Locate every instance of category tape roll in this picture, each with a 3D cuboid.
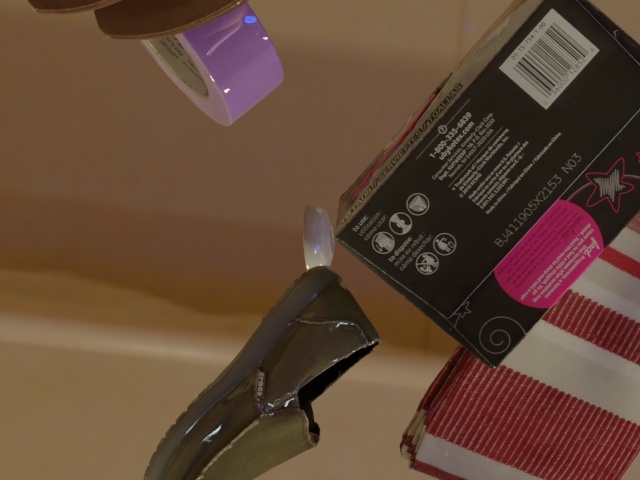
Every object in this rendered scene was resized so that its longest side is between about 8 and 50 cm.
[{"bbox_3d":[-0.165,-0.274,2.140,0.275,0.090,0.275,48,170,11],"label":"tape roll"}]

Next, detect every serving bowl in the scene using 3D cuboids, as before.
[{"bbox_3d":[0.000,0.000,1.948,0.027,0.083,0.083,-4,177,8],"label":"serving bowl"}]

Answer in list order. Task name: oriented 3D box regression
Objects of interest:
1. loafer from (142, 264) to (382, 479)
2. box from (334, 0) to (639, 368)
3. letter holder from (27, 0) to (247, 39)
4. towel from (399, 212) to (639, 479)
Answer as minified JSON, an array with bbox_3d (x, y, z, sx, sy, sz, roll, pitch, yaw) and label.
[{"bbox_3d":[-0.046,0.137,1.332,0.087,0.251,0.094,37,179,12],"label":"loafer"},{"bbox_3d":[0.147,-0.060,1.301,0.163,0.247,0.142,40,-169,-6],"label":"box"},{"bbox_3d":[-0.212,-0.274,1.573,0.152,0.214,0.302,-22,-170,-32],"label":"letter holder"},{"bbox_3d":[0.233,0.087,1.511,0.237,0.329,0.037,25,-169,-33],"label":"towel"}]
